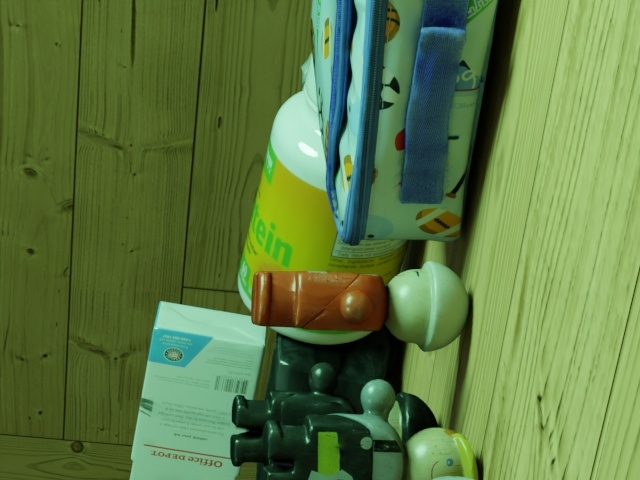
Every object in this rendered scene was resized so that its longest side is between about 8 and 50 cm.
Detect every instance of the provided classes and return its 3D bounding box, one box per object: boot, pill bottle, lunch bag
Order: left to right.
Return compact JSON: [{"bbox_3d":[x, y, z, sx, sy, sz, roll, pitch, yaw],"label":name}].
[{"bbox_3d":[-0.023,0.212,1.733,0.367,0.146,0.445,-106,17,-59],"label":"boot"},{"bbox_3d":[0.017,-0.045,1.480,0.136,0.136,0.245,-89,11,-53],"label":"pill bottle"},{"bbox_3d":[0.055,-0.156,1.195,0.243,0.115,0.303,-94,5,-47],"label":"lunch bag"}]

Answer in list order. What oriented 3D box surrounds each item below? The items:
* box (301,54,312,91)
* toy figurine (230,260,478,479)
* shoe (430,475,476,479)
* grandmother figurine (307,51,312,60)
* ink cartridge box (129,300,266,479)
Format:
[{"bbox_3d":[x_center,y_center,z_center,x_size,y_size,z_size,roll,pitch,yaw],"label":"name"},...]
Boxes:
[{"bbox_3d":[0.040,-0.164,1.605,0.145,0.038,0.186,-47,18,20],"label":"box"},{"bbox_3d":[0.025,0.135,1.156,0.209,0.148,0.213,-97,13,-47],"label":"toy figurine"},{"bbox_3d":[0.068,0.202,0.918,0.178,0.063,0.081,-79,-6,-66],"label":"shoe"},{"bbox_3d":[0.033,-0.129,1.777,0.342,0.104,0.207,-87,-1,-67],"label":"grandmother figurine"},{"bbox_3d":[-0.117,0.155,1.648,0.060,0.104,0.180,-93,14,-66],"label":"ink cartridge box"}]
